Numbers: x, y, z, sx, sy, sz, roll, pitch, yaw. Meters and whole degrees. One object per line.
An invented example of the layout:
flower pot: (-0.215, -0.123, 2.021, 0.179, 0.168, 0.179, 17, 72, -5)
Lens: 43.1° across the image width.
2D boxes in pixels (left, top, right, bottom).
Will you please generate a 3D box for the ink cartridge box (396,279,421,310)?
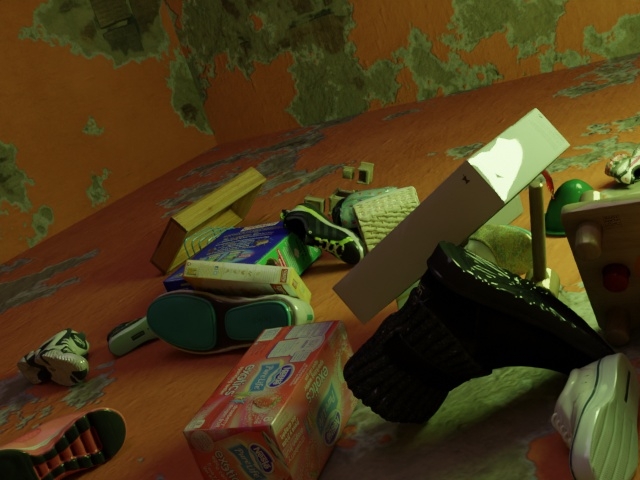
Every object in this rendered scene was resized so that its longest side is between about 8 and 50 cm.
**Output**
ink cartridge box: (0.211, 0.121, 1.492, 0.134, 0.078, 0.231, -17, 17, 5)

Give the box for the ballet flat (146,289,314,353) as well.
ballet flat: (-0.187, 0.171, 1.727, 0.400, 0.139, 0.139, -4, 23, 31)

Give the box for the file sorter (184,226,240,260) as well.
file sorter: (-0.286, 0.026, 2.277, 0.118, 0.105, 0.170, -31, 20, -36)

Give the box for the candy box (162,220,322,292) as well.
candy box: (-0.187, 0.065, 2.019, 0.268, 0.122, 0.317, -9, 21, 30)

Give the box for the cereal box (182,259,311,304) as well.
cereal box: (-0.154, 0.097, 1.739, 0.240, 0.047, 0.173, 4, -21, 16)

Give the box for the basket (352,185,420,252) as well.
basket: (0.173, -0.048, 2.006, 0.167, 0.113, 0.103, -17, 21, 6)

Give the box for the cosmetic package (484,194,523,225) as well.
cosmetic package: (0.354, -0.070, 1.854, 0.238, 0.127, 0.107, -34, 22, -35)

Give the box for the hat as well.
hat: (0.529, -0.124, 1.727, 0.172, 0.184, 0.208, -17, 17, 5)

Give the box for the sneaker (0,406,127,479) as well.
sneaker: (-0.498, 0.388, 1.424, 0.313, 0.116, 0.136, -20, 5, -28)

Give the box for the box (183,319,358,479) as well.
box: (-0.058, 0.258, 1.246, 0.154, 0.142, 0.300, -11, 19, 25)

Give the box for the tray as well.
tray: (-0.341, -0.068, 2.493, 0.411, 0.076, 0.203, -41, -11, -50)

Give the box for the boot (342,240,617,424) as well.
boot: (0.233, 0.175, 1.182, 0.260, 0.347, 0.131, -59, 14, 17)

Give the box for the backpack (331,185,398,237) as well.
backpack: (0.132, -0.078, 2.134, 0.181, 0.115, 0.152, -8, 17, 24)

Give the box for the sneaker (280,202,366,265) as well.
sneaker: (0.000, 0.000, 1.953, 0.234, 0.084, 0.097, 34, 45, 23)

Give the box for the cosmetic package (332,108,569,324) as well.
cosmetic package: (0.219, -0.038, 1.385, 0.284, 0.097, 0.377, -32, -11, -46)

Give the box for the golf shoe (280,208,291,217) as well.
golf shoe: (-0.050, -0.049, 2.331, 0.093, 0.077, 0.198, -14, 21, -20)

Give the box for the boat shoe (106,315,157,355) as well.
boat shoe: (-0.424, 0.206, 1.931, 0.183, 0.065, 0.083, -25, 19, -16)

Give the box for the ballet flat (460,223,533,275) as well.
ballet flat: (0.290, 0.035, 1.621, 0.123, 0.123, 0.348, -27, 14, -24)

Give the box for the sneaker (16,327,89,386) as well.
sneaker: (-0.583, 0.259, 1.887, 0.235, 0.094, 0.153, -17, 23, 43)

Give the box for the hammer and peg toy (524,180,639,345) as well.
hammer and peg toy: (0.454, 0.034, 1.195, 0.361, 0.266, 0.127, -8, 38, 29)

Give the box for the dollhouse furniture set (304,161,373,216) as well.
dollhouse furniture set: (0.057, -0.157, 2.281, 0.181, 0.161, 0.101, 10, 25, 14)

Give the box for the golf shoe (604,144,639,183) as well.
golf shoe: (0.751, -0.175, 1.879, 0.186, 0.068, 0.086, -26, 45, -22)

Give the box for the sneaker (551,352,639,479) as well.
sneaker: (0.339, 0.236, 1.017, 0.091, 0.094, 0.258, -30, 4, 34)
